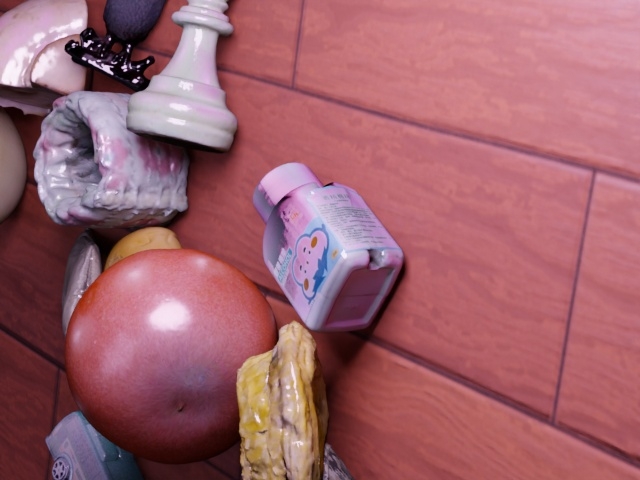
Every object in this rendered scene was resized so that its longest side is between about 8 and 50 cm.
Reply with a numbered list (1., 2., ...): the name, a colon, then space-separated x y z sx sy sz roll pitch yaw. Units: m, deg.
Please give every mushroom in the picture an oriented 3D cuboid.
1. mushroom: -0.422 -0.278 2.175 0.236 0.162 0.173 176 97 -68

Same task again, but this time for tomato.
1. tomato: -0.171 0.136 1.805 0.224 0.256 0.255 -112 36 -63

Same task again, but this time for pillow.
1. pillow: -0.332 0.064 2.123 0.230 0.050 0.148 -150 74 -75

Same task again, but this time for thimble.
1. thimble: -0.273 -0.098 2.027 0.211 0.149 0.185 41 120 44

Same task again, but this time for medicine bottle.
1. medicine bottle: 0.000 0.000 1.705 0.188 0.094 0.119 54 132 37

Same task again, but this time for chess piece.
1. chess piece: -0.148 -0.251 1.900 0.139 0.139 0.271 9 85 53

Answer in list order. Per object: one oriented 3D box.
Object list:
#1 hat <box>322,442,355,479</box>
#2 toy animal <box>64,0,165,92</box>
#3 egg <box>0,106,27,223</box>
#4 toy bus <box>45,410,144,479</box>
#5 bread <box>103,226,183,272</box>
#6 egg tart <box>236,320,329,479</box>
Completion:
1. hat: 0.070 0.333 1.579 0.265 0.128 0.265 -1 -90 -88
2. toy animal: -0.242 -0.311 2.060 0.210 0.121 0.117 -63 -3 8
3. egg: -0.550 -0.127 2.360 0.188 0.189 0.253 -49 44 41
4. toy bus: -0.292 0.350 2.110 0.109 0.091 0.261 -51 52 26
5. bread: -0.221 0.091 2.002 0.147 0.098 0.217 -58 47 41
6. egg tart: -0.039 0.223 1.668 0.279 0.095 0.279 -3 -90 -88
